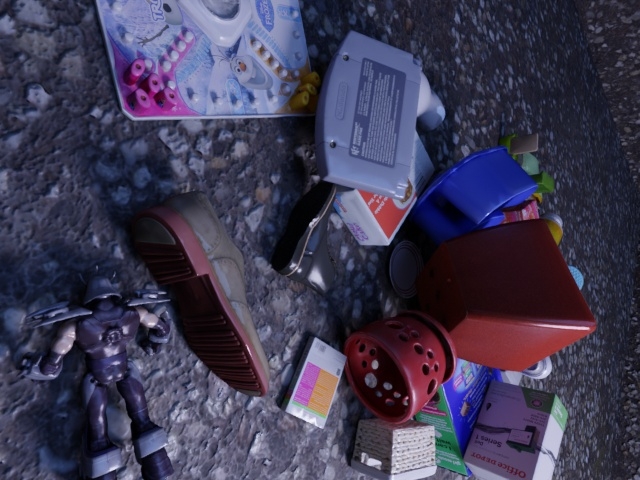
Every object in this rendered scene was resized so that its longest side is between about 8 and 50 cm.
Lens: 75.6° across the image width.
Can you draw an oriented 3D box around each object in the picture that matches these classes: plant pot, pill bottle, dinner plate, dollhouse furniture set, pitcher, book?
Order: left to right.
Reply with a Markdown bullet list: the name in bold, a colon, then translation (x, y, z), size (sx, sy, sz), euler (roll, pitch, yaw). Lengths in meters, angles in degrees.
- **book**: translation (-0.010, 0.274, 0.802), size (0.096, 0.035, 0.144), euler (39, 62, -30)
- **plant pot**: translation (0.166, 0.242, 0.848), size (0.174, 0.191, 0.191), euler (-22, 102, -36)
- **pitcher**: translation (0.197, -0.363, 0.981), size (0.207, 0.125, 0.178), euler (4, 60, -49)
- **dinner plate**: translation (0.211, 0.071, 1.023), size (0.141, 0.017, 0.141), euler (2, 87, -42)
- **plant pot**: translation (0.366, 0.126, 0.920), size (0.235, 0.267, 0.268), euler (2, 54, -12)
- **dollhouse furniture set**: translation (0.763, -0.239, 1.449), size (0.301, 0.151, 0.198), euler (17, 76, -41)
- **pill bottle**: translation (0.802, -0.012, 1.495), size (0.208, 0.117, 0.118), euler (-43, 115, -36)

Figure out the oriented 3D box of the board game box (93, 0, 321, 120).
- **board game box**: translation (-0.168, -0.406, 0.686), size (0.389, 0.050, 0.390), euler (-17, 99, -42)

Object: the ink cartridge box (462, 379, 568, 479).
- **ink cartridge box**: translation (0.452, 0.458, 0.959), size (0.093, 0.160, 0.219), euler (51, 57, -26)

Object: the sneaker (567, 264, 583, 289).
- **sneaker**: translation (0.739, 0.219, 1.426), size (0.127, 0.208, 0.319), euler (44, 92, 6)

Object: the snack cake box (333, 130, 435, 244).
- **snack cake box**: translation (0.144, -0.133, 0.926), size (0.264, 0.089, 0.152), euler (-53, 122, -30)

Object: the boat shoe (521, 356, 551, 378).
- **boat shoe**: translation (0.496, 0.263, 1.124), size (0.088, 0.268, 0.096), euler (20, 114, -37)

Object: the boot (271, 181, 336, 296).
- **boot**: translation (0.000, 0.000, 0.808), size (0.137, 0.076, 0.198), euler (39, 76, -39)

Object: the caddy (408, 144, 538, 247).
- **caddy**: translation (0.366, -0.112, 1.025), size (0.341, 0.241, 0.179), euler (-19, 65, -41)

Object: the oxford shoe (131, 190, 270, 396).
- **oxford shoe**: translation (-0.143, 0.087, 0.637), size (0.130, 0.122, 0.349), euler (-49, 128, -51)

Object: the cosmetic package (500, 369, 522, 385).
- **cosmetic package**: translation (0.548, 0.318, 1.241), size (0.107, 0.127, 0.238), euler (54, 54, -26)

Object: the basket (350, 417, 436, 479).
- **basket**: translation (0.163, 0.447, 0.895), size (0.167, 0.113, 0.103), euler (19, 71, -40)

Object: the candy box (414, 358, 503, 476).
- **candy box**: translation (0.352, 0.374, 1.063), size (0.268, 0.122, 0.317), euler (-31, 107, -40)

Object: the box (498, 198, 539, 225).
- **box**: translation (0.643, 0.007, 1.346), size (0.128, 0.122, 0.257), euler (-26, 105, -41)

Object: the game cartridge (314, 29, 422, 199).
- **game cartridge**: translation (0.091, -0.243, 0.800), size (0.197, 0.062, 0.298), euler (12, 80, -15)

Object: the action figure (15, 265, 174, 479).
- **action figure**: translation (-0.274, 0.174, 0.531), size (0.185, 0.099, 0.285), euler (-8, 89, -35)
